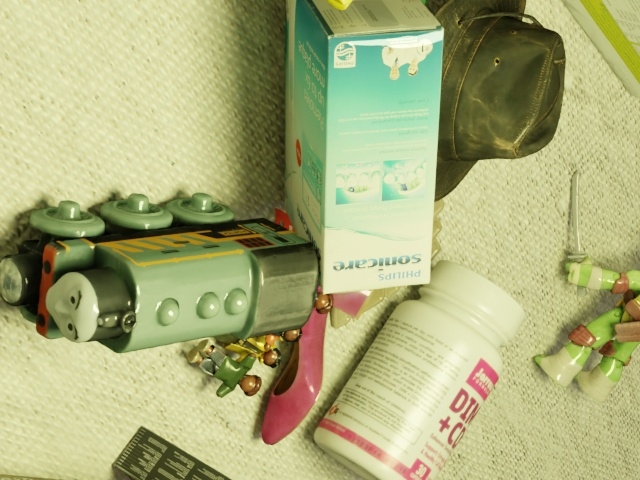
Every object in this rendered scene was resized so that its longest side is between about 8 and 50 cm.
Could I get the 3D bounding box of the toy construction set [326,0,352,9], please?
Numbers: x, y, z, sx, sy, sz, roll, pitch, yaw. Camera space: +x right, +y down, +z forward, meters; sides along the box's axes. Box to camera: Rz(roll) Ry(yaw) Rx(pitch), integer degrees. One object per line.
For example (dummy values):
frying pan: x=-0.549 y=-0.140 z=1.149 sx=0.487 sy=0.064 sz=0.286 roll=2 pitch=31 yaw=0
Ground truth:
toy construction set: x=-0.072 y=-0.379 z=1.535 sx=0.151 sy=0.215 sz=0.327 roll=-42 pitch=132 yaw=-25

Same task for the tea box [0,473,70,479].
tea box: x=-0.260 y=0.384 z=1.542 sx=0.329 sy=0.323 sz=0.220 roll=9 pitch=103 yaw=-20

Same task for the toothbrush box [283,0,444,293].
toothbrush box: x=0.040 y=-0.123 z=1.721 sx=0.126 sy=0.216 sz=0.295 roll=-6 pitch=120 yaw=-11

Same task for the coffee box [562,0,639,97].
coffee box: x=0.552 y=-0.367 z=2.080 sx=0.337 sy=0.334 sz=0.338 roll=-58 pitch=137 yaw=-9

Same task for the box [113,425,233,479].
box: x=-0.081 y=0.328 z=1.809 sx=0.060 sy=0.270 sz=0.216 roll=-55 pitch=137 yaw=-14

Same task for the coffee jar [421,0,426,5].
coffee jar: x=0.097 y=-0.322 z=1.830 sx=0.096 sy=0.079 sz=0.184 roll=33 pitch=83 yaw=-37

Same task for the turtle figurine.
turtle figurine: x=0.422 y=0.081 z=2.328 sx=0.266 sy=0.275 sz=0.198 roll=-53 pitch=163 yaw=16

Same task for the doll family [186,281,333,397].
doll family: x=-0.062 y=0.097 z=1.842 sx=0.111 sy=0.076 sz=0.193 roll=35 pitch=109 yaw=-25

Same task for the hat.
hat: x=0.217 y=-0.169 z=1.913 sx=0.331 sy=0.134 sz=0.331 roll=-48 pitch=151 yaw=-39

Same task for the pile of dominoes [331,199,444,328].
pile of dominoes: x=0.075 y=-0.036 z=1.990 sx=0.196 sy=0.040 sz=0.251 roll=-29 pitch=134 yaw=-34

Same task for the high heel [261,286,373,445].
high heel: x=-0.039 y=0.125 z=1.922 sx=0.117 sy=0.082 sz=0.244 roll=26 pitch=103 yaw=-18

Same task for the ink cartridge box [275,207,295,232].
ink cartridge box: x=0.000 y=0.000 z=1.870 sx=0.115 sy=0.063 sz=0.029 roll=28 pitch=130 yaw=-29

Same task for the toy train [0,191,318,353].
toy train: x=-0.160 y=0.037 z=1.654 sx=0.334 sy=0.190 sz=0.142 roll=-6 pitch=111 yaw=-44

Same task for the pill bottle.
pill bottle: x=0.130 y=0.176 z=2.031 sx=0.283 sy=0.160 sz=0.160 roll=-57 pitch=137 yaw=-10
